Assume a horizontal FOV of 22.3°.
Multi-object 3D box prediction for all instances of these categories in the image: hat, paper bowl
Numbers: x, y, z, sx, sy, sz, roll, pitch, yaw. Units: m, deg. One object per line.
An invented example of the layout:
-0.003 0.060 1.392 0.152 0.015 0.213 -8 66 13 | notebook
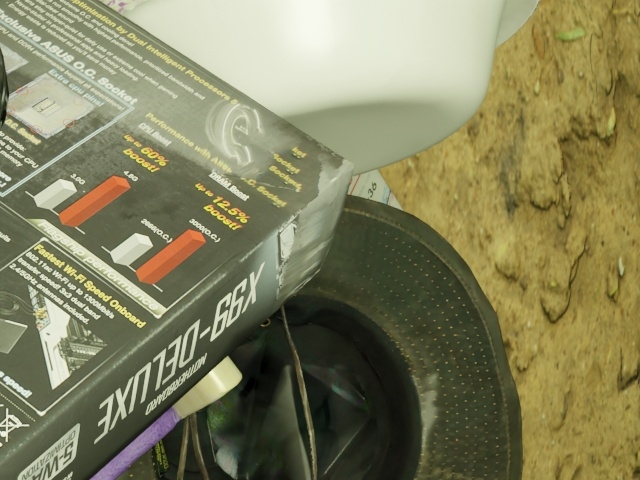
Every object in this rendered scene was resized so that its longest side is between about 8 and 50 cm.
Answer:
-0.035 0.129 1.065 0.331 0.134 0.331 5 78 -23 | hat
-0.016 -0.120 0.911 0.284 0.284 0.148 6 69 -55 | paper bowl

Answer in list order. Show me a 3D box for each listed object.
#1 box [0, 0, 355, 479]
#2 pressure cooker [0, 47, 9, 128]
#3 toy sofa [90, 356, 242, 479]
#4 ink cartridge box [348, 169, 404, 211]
-0.178 -0.033 0.710 0.242 0.307 0.076 -42 159 -44 | box
-0.279 -0.102 0.429 0.420 0.370 0.375 13 57 -41 | pressure cooker
-0.198 0.109 0.778 0.150 0.177 0.362 54 46 -4 | toy sofa
0.000 0.000 1.174 0.115 0.067 0.198 -63 141 -23 | ink cartridge box
